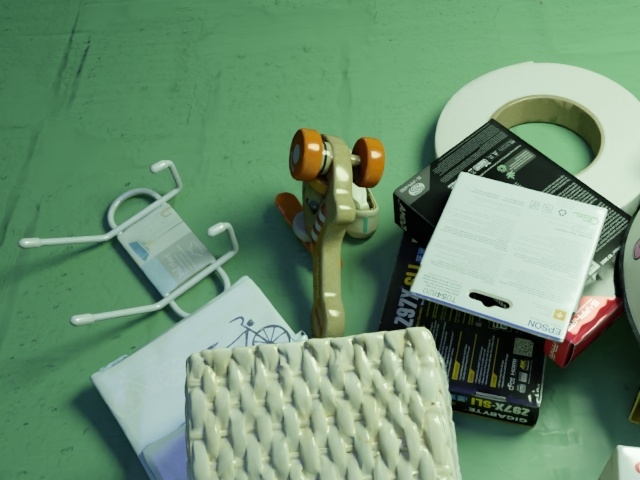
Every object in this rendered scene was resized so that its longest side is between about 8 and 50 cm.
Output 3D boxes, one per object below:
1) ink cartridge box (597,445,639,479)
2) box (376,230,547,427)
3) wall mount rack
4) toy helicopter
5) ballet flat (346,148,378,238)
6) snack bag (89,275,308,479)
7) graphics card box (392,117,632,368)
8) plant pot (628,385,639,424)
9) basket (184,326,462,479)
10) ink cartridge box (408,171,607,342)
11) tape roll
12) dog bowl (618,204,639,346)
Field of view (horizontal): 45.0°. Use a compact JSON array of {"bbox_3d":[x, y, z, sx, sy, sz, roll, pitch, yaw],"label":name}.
[{"bbox_3d":[0.435,0.411,0.906,0.198,0.197,0.270,3,56,11],"label":"ink cartridge box"},{"bbox_3d":[0.234,0.110,1.224,0.257,0.079,0.322,7,57,16],"label":"box"},{"bbox_3d":[-0.326,0.016,1.348,0.304,0.131,0.350,-36,57,-15],"label":"wall mount rack"},{"bbox_3d":[0.000,0.000,1.287,0.140,0.235,0.355,4,76,-21],"label":"toy helicopter"},{"bbox_3d":[0.047,-0.116,1.409,0.086,0.086,0.249,-20,54,-5],"label":"ballet flat"},{"bbox_3d":[-0.146,0.244,1.196,0.323,0.037,0.343,-33,63,-13],"label":"snack bag"},{"bbox_3d":[0.316,-0.009,1.191,0.232,0.094,0.371,-38,60,-16],"label":"graphics card box"},{"bbox_3d":[0.497,0.217,1.108,0.081,0.082,0.083,15,47,19],"label":"plant pot"},{"bbox_3d":[0.016,0.291,0.973,0.328,0.266,0.332,-7,69,6],"label":"basket"},{"bbox_3d":[0.265,0.024,1.093,0.223,0.045,0.224,18,63,21],"label":"ink cartridge box"},{"bbox_3d":[0.399,-0.165,1.393,0.391,0.072,0.392,-5,55,7],"label":"tape roll"},{"bbox_3d":[0.615,0.050,1.002,0.407,0.150,0.408,2,65,-3],"label":"dog bowl"}]
